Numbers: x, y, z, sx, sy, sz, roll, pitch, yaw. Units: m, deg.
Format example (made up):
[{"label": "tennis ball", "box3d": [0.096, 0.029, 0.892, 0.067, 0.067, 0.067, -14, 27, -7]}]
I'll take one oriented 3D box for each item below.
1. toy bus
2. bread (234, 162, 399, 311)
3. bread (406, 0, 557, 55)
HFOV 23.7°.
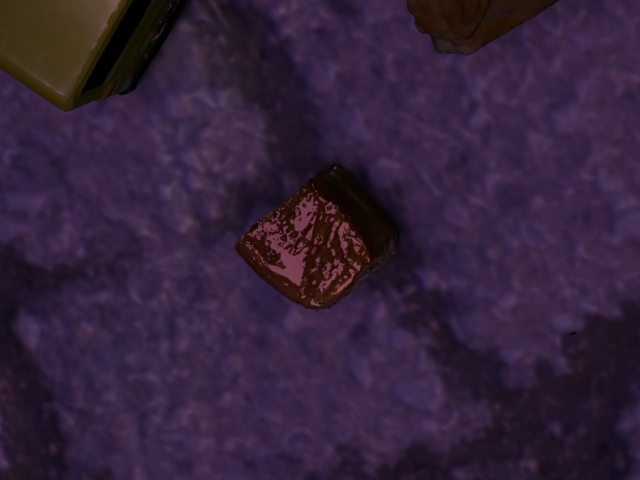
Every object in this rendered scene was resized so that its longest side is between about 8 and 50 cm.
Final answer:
[{"label": "toy bus", "box3d": [-0.205, -0.198, 0.889, 0.262, 0.150, 0.128, 34, 109, 2]}, {"label": "bread", "box3d": [-0.001, 0.002, 0.936, 0.077, 0.083, 0.070, -42, 85, 16]}, {"label": "bread", "box3d": [0.140, -0.217, 0.819, 0.268, 0.130, 0.152, -27, 90, 18]}]
